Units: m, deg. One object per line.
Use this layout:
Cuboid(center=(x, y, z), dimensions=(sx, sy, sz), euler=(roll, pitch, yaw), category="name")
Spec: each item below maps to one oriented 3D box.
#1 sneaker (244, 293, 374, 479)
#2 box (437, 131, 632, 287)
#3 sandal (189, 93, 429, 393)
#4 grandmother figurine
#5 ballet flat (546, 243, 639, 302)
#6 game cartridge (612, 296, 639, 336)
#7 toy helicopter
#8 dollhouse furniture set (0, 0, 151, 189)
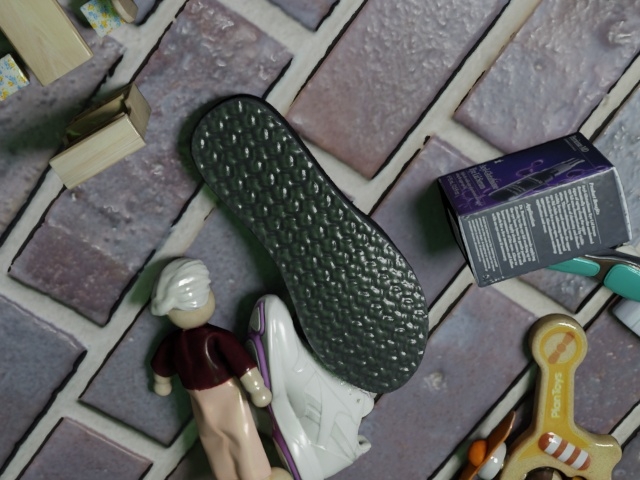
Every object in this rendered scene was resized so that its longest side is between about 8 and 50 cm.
Cuboid(center=(-0.014, 0.197, 1.535), dimensions=(0.152, 0.114, 0.305), euler=(-22, 117, -12), category="sneaker")
Cuboid(center=(0.273, -0.042, 1.418), dimensions=(0.207, 0.153, 0.108), euler=(-19, 113, 2), category="box")
Cuboid(center=(0.001, -0.002, 1.452), dimensions=(0.168, 0.107, 0.445), euler=(-31, 99, 10), category="sandal")
Cuboid(center=(-0.151, 0.186, 1.495), dimensions=(0.208, 0.104, 0.342), euler=(-7, 107, 27), category="grandmother figurine")
Cuboid(center=(0.389, 0.026, 1.498), dimensions=(0.203, 0.074, 0.074), euler=(18, 111, -2), category="ballet flat")
Cuboid(center=(0.585, 0.116, 1.566), dimensions=(0.294, 0.060, 0.196), euler=(36, 102, -18), category="game cartridge")
Cuboid(center=(0.319, 0.279, 1.593), dimensions=(0.235, 0.140, 0.355), euler=(1, 102, 4), category="toy helicopter")
Cuboid(center=(-0.311, -0.208, 1.293), dimensions=(0.212, 0.161, 0.242), euler=(-30, 112, 8), category="dollhouse furniture set")
